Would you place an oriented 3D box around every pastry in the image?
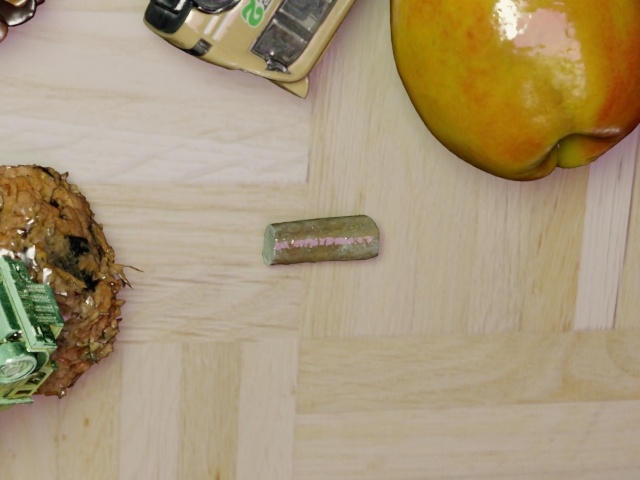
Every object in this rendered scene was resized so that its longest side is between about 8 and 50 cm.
[{"bbox_3d":[-0.334,0.053,1.520,0.274,0.193,0.275,-5,107,-15],"label":"pastry"}]

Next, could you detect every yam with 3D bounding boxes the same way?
[{"bbox_3d":[0.000,0.000,1.674,0.132,0.054,0.054,-5,105,-13],"label":"yam"}]

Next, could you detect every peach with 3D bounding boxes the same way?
[{"bbox_3d":[0.210,-0.233,1.548,0.307,0.308,0.332,-28,82,-7],"label":"peach"}]

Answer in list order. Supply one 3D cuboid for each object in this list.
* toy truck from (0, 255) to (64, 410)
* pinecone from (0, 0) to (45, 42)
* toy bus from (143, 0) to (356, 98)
[{"bbox_3d":[-0.337,0.126,1.418,0.135,0.128,0.259,1,142,-46],"label":"toy truck"},{"bbox_3d":[-0.369,-0.295,1.393,0.264,0.264,0.264,-4,105,-14],"label":"pinecone"},{"bbox_3d":[-0.024,-0.338,1.515,0.202,0.177,0.365,31,93,-26],"label":"toy bus"}]
